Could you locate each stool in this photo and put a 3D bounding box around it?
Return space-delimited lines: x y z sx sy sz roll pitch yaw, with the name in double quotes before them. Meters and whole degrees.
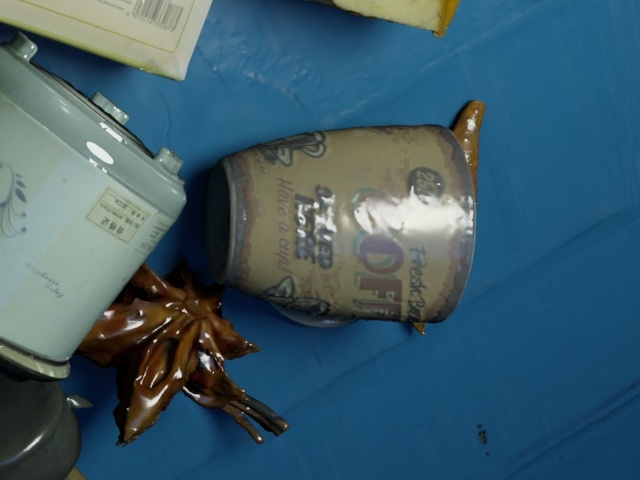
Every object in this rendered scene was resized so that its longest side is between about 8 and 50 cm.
"stool" -0.354 0.226 1.182 0.228 0.153 0.139 -4 128 12

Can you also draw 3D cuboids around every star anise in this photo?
"star anise" -0.156 0.143 1.226 0.148 0.237 0.346 -23 140 33

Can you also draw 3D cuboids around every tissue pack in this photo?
"tissue pack" -0.215 -0.261 1.014 0.234 0.125 0.159 14 105 -32

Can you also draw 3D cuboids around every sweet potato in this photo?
"sweet potato" 0.157 -0.019 1.370 0.066 0.072 0.314 -9 116 -41

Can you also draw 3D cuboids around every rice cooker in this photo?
"rice cooker" -0.287 -0.016 1.018 0.316 0.264 0.316 -45 160 -21

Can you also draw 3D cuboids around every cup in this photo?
"cup" 0.000 0.000 1.241 0.257 0.227 0.301 2 143 -15

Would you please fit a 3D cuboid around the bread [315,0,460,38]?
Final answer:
"bread" 0.076 -0.399 1.054 0.237 0.165 0.375 16 108 -8
